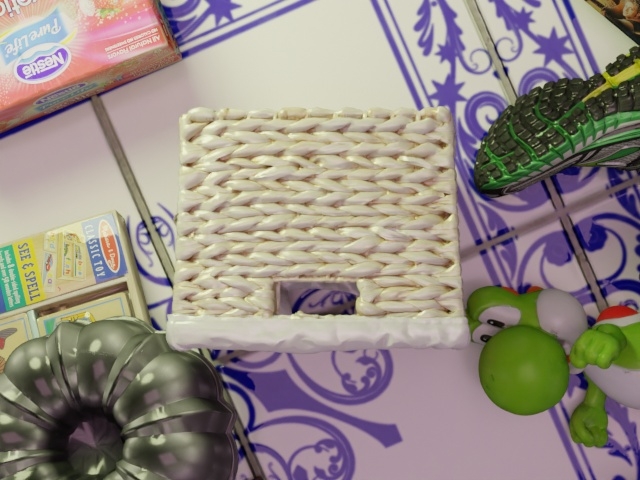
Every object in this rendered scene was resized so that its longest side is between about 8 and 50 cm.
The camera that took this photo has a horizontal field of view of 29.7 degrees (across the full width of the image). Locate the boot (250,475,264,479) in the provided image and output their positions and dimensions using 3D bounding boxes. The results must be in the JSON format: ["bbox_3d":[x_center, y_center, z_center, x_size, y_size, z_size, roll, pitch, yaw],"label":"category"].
[{"bbox_3d":[-0.169,0.354,1.561,0.207,0.090,0.248,-28,85,-13],"label":"boot"}]

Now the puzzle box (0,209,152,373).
[{"bbox_3d":[-0.329,0.190,1.515,0.272,0.052,0.409,-17,76,0],"label":"puzzle box"}]

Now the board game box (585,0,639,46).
[{"bbox_3d":[0.412,-0.308,1.460,0.243,0.165,0.042,39,61,-2],"label":"board game box"}]

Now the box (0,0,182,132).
[{"bbox_3d":[-0.343,-0.247,1.514,0.300,0.142,0.154,-21,91,1],"label":"box"}]

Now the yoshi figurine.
[{"bbox_3d":[0.343,0.169,1.483,0.362,0.203,0.203,15,97,4],"label":"yoshi figurine"}]

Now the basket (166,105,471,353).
[{"bbox_3d":[0.000,0.000,1.425,0.328,0.331,0.266,0,85,1],"label":"basket"}]

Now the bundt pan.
[{"bbox_3d":[-0.265,0.238,1.409,0.331,0.124,0.331,-1,76,5],"label":"bundt pan"}]

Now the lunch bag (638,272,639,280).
[{"bbox_3d":[0.613,0.019,1.397,0.385,0.239,0.328,35,53,3],"label":"lunch bag"}]

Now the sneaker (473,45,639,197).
[{"bbox_3d":[0.350,-0.125,1.494,0.343,0.134,0.146,-22,127,21],"label":"sneaker"}]
